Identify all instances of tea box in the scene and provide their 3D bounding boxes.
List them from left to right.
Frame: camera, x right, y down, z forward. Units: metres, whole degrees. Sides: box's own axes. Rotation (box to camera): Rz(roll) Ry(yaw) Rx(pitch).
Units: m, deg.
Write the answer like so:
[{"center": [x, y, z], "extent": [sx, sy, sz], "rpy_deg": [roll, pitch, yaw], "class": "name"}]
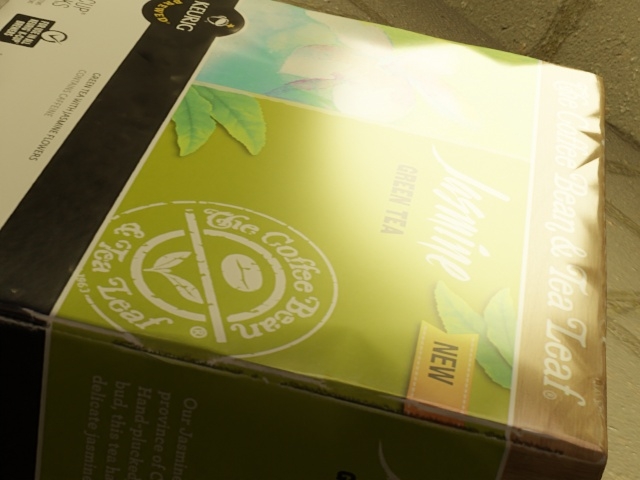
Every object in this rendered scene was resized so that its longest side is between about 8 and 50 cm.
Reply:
[{"center": [-0.042, 0.043, 0.664], "extent": [0.323, 0.220, 0.329], "rpy_deg": [13, 33, 2], "class": "tea box"}]

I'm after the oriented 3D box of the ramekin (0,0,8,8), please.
[{"center": [-0.215, -0.192, 1.162], "extent": [0.273, 0.127, 0.273], "rpy_deg": [47, 5, -5], "class": "ramekin"}]
